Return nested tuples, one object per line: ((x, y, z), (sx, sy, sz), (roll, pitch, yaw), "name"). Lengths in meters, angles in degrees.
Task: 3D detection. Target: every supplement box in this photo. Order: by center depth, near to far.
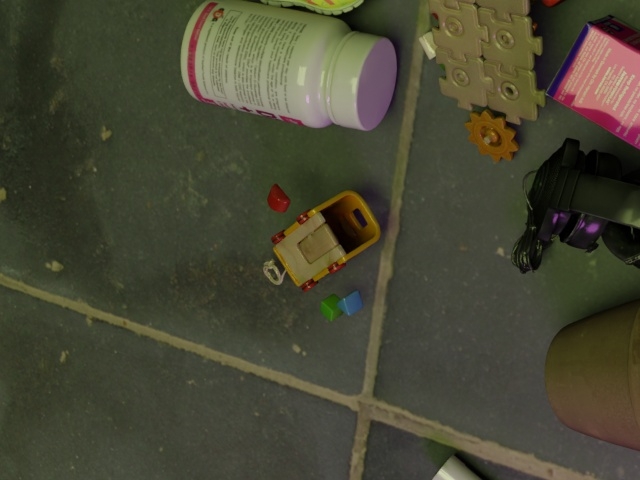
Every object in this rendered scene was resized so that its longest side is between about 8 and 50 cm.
((0.419, -0.183, 1.535), (0.220, 0.111, 0.114), (35, 118, 15), "supplement box")

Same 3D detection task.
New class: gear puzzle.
((0.230, -0.242, 1.600), (0.175, 0.044, 0.339), (22, 140, 36), "gear puzzle")

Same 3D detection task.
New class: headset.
((0.359, -0.014, 1.509), (0.243, 0.394, 0.185), (16, 94, -21), "headset")

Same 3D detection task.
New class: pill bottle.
((-0.045, -0.251, 1.742), (0.283, 0.160, 0.160), (15, 111, 25), "pill bottle")

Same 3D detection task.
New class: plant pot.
((0.423, 0.177, 1.576), (0.229, 0.263, 0.263), (-8, 101, 47), "plant pot")

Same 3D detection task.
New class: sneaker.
((-0.018, -0.377, 1.716), (0.209, 0.094, 0.081), (4, 67, 27), "sneaker")

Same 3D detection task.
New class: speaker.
((0.235, 0.387, 1.833), (0.136, 0.055, 0.055), (38, 119, 15), "speaker")

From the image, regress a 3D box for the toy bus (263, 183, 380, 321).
((0.008, 0.001, 1.817), (0.202, 0.104, 0.191), (31, 140, 39), "toy bus")

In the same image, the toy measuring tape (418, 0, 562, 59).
((0.247, -0.333, 1.586), (0.330, 0.121, 0.121), (-31, 88, 32), "toy measuring tape")
